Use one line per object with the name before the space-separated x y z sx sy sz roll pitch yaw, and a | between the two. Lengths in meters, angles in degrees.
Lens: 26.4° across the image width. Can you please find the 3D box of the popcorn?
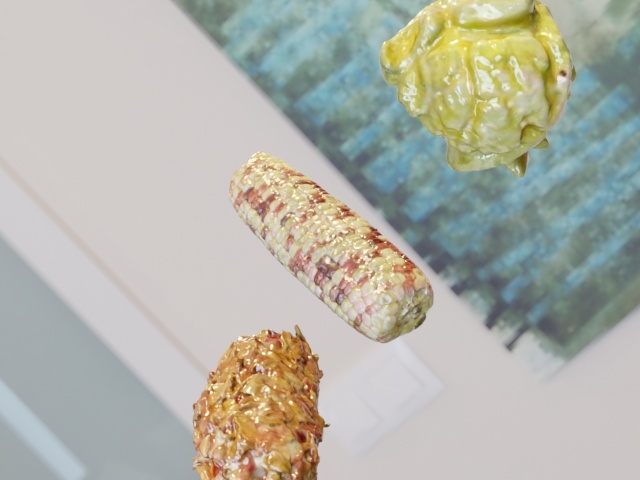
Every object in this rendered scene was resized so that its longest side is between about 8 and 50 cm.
popcorn | 0.163 -0.160 1.338 0.167 0.186 0.187 -31 -16 14

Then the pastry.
pastry | -0.031 0.104 0.789 0.169 0.087 0.063 -96 27 -64

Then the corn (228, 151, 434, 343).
corn | 0.000 0.000 1.277 0.086 0.253 0.086 -33 -33 -25
